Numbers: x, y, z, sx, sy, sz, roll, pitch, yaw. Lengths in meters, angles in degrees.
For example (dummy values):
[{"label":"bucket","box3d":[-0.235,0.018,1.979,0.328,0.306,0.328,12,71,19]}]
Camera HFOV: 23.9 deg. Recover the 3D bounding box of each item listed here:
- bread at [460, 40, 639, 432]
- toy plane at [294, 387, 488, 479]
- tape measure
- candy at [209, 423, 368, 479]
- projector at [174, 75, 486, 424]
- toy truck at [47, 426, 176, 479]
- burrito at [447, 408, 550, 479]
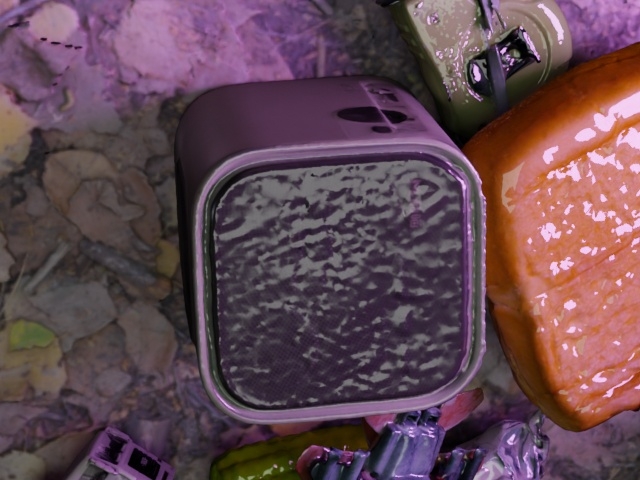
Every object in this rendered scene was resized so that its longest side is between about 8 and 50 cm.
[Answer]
[{"label":"bread","box3d":[0.289,-0.024,1.436,0.337,0.148,0.328,-31,113,-11]},{"label":"toy plane","box3d":[0.053,0.284,1.457,0.223,0.104,0.326,6,104,-35]},{"label":"tape measure","box3d":[0.158,-0.177,1.420,0.154,0.087,0.177,-28,112,-5]},{"label":"candy","box3d":[-0.008,0.234,1.524,0.210,0.097,0.096,-17,109,-10]},{"label":"projector","box3d":[0.000,0.000,1.366,0.249,0.249,0.248,-4,109,-7]},{"label":"toy truck","box3d":[-0.251,0.305,1.507,0.125,0.101,0.242,35,102,-5]},{"label":"burrito","box3d":[0.103,0.337,1.566,0.139,0.101,0.445,42,97,-16]}]
